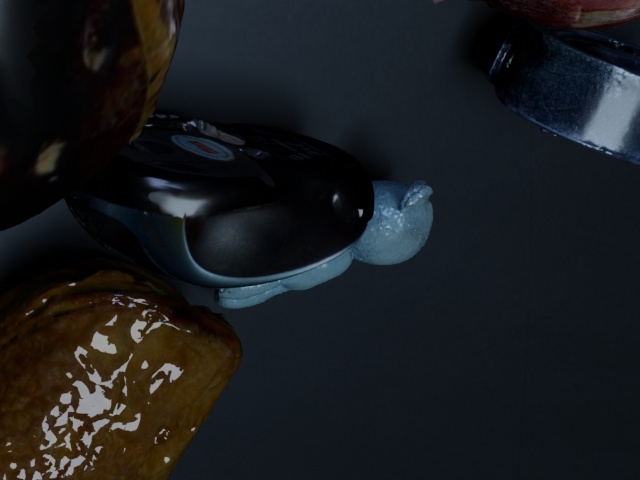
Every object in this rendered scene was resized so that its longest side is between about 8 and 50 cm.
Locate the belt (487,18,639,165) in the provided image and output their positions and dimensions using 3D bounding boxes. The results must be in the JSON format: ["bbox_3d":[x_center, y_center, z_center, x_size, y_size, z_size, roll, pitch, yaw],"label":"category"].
[{"bbox_3d":[0.218,-0.112,1.108,0.190,0.141,0.082,7,113,-37],"label":"belt"}]

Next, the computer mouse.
[{"bbox_3d":[-0.071,-0.023,0.966,0.233,0.137,0.096,2,115,-38],"label":"computer mouse"}]

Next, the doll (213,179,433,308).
[{"bbox_3d":[-0.001,-0.005,1.087,0.180,0.075,0.120,-15,171,-11],"label":"doll"}]

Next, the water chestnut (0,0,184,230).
[{"bbox_3d":[-0.201,-0.150,0.721,0.300,0.300,0.300,-19,129,-24],"label":"water chestnut"}]

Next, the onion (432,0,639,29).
[{"bbox_3d":[0.159,-0.213,0.998,0.195,0.159,0.159,-19,132,3],"label":"onion"}]

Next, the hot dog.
[{"bbox_3d":[-0.180,0.140,1.016,0.196,0.122,0.272,27,100,-41],"label":"hot dog"}]
